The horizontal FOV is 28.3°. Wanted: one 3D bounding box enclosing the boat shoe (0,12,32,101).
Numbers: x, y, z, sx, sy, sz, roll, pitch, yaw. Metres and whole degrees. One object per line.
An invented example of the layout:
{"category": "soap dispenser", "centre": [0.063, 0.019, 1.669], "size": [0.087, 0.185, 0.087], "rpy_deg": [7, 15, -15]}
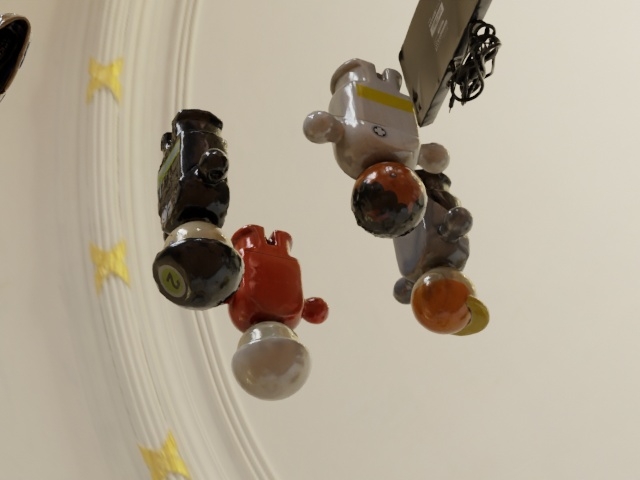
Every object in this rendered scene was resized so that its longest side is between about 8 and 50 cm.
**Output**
{"category": "boat shoe", "centre": [-0.324, -0.137, 1.161], "size": [0.066, 0.066, 0.183], "rpy_deg": [32, -110, -21]}

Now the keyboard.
{"category": "keyboard", "centre": [0.098, -0.142, 0.870], "size": [0.038, 0.192, 0.100], "rpy_deg": [-7, -112, -12]}

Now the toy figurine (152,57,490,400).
{"category": "toy figurine", "centre": [0.000, 0.000, 0.886], "size": [0.209, 0.213, 0.148], "rpy_deg": [-15, -130, 10]}
